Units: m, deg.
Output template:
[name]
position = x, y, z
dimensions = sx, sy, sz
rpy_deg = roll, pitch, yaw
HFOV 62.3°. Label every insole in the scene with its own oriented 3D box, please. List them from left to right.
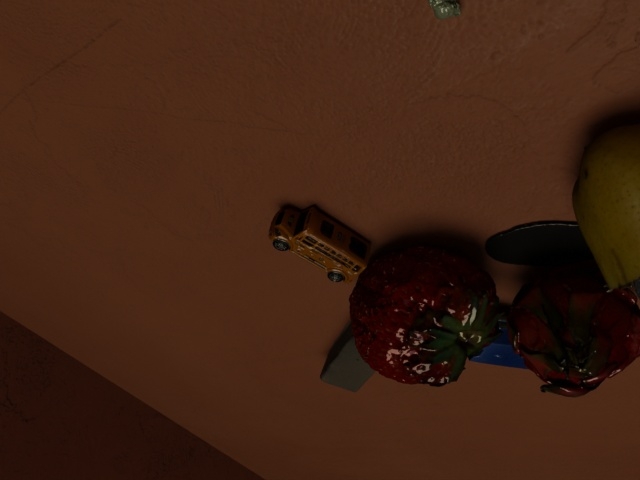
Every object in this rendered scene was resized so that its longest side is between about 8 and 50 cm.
[insole]
position = 0.456, -0.004, 0.898
dimensions = 0.348, 0.009, 0.119
rpy_deg = -12, 134, 33

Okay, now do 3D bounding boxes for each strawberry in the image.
[strawberry]
position = 0.176, 0.124, 1.001
dimensions = 0.288, 0.250, 0.238
rpy_deg = 33, 132, 49

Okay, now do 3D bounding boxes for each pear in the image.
[pear]
position = 0.428, -0.070, 0.707
dimensions = 0.178, 0.267, 0.267
rpy_deg = 44, 142, 10

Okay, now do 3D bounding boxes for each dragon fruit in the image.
[dragon fruit]
position = 0.440, 0.155, 0.899
dimensions = 0.234, 0.293, 0.233
rpy_deg = 1, 97, 10

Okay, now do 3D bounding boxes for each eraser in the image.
[eraser]
position = 0.099, 0.272, 1.325
dimensions = 0.111, 0.077, 0.352
rpy_deg = 19, 141, -5

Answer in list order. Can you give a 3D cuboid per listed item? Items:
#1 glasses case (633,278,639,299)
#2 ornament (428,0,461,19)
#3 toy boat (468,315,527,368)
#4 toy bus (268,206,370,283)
[glasses case]
position = 0.646, 0.115, 0.882
dimensions = 0.282, 0.109, 0.067
rpy_deg = 26, 144, -8
[ornament]
position = 0.139, -0.310, 0.634
dimensions = 0.068, 0.041, 0.092
rpy_deg = -8, 127, -2
[toy boat]
position = 0.465, 0.220, 1.112
dimensions = 0.295, 0.088, 0.129
rpy_deg = 8, 141, -4
[toy bus]
position = 0.000, 0.000, 1.031
dimensions = 0.194, 0.083, 0.088
rpy_deg = 31, 137, -18
